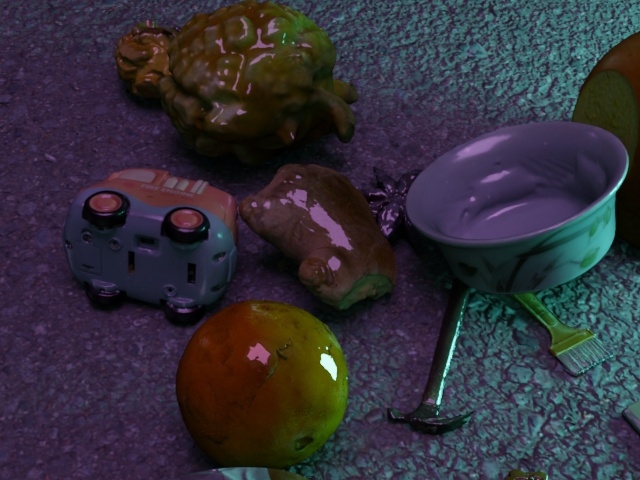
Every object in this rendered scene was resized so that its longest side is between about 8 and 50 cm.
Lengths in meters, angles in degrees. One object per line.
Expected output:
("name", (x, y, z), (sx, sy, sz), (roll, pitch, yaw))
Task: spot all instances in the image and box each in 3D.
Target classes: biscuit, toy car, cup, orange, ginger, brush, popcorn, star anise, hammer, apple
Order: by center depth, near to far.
("orange", (-0.079, 0.197, 1.604), (0.240, 0.240, 0.240), (2, 47, -2))
("biscuit", (0.284, 0.354, 1.628), (0.082, 0.016, 0.092), (-9, 46, -12))
("hammer", (0.188, 0.167, 1.791), (0.125, 0.027, 0.297), (12, 47, 8))
("ginger", (0.000, 0.000, 1.831), (0.276, 0.130, 0.221), (27, 42, -3))
("toy car", (-0.252, -0.015, 1.844), (0.271, 0.180, 0.212), (11, 37, 6))
("brush", (0.356, 0.123, 1.852), (0.083, 0.010, 0.218), (-24, 53, -23))
("cup", (0.321, -0.032, 1.854), (0.347, 0.163, 0.347), (-16, 29, 9))
("apple", (0.584, -0.179, 1.967), (0.374, 0.374, 0.384), (39, 96, 29))
("star anise", (0.120, -0.059, 1.974), (0.204, 0.061, 0.181), (-35, 57, -30))
("popcorn", (-0.104, -0.274, 2.028), (0.335, 0.279, 0.274), (-27, 33, -10))
("popcorn", (-0.303, -0.327, 2.157), (0.148, 0.152, 0.167), (1, 37, -48))

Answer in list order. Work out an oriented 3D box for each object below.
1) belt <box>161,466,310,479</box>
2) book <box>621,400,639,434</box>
("belt", (-0.126, 0.365, 1.478), (0.262, 0.184, 0.105), (-1, 48, -5))
("book", (0.599, 0.304, 1.687), (0.215, 0.025, 0.282), (-20, 51, -20))
